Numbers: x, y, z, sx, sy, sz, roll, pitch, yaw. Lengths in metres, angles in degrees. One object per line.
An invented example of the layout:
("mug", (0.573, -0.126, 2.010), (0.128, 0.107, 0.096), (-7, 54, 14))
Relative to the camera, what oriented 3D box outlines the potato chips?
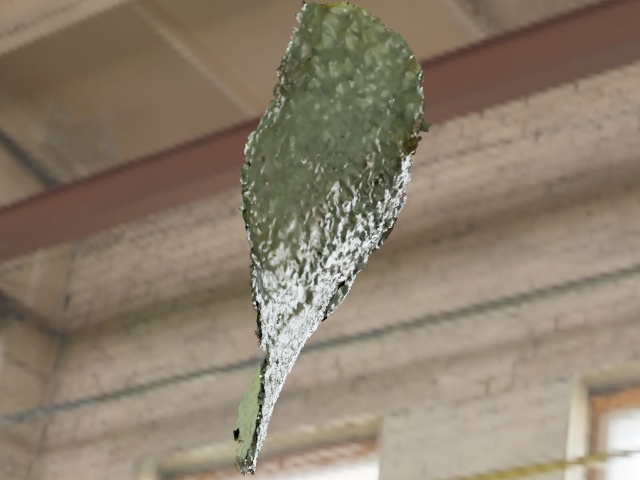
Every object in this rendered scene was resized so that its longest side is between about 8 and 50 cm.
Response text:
("potato chips", (-0.006, -0.004, 0.897), (0.059, 0.167, 0.228), (19, -63, 24))
